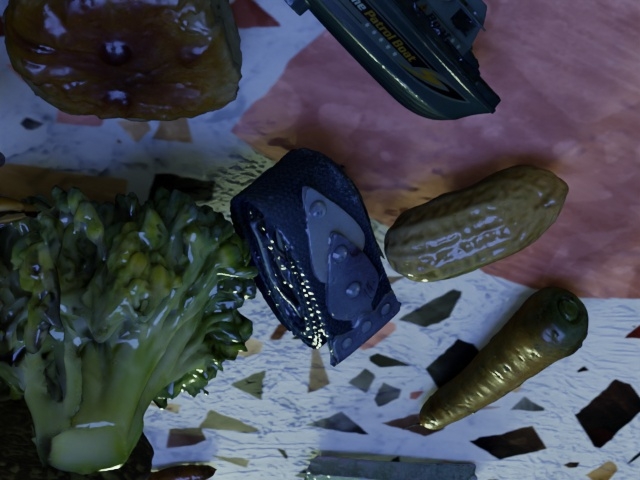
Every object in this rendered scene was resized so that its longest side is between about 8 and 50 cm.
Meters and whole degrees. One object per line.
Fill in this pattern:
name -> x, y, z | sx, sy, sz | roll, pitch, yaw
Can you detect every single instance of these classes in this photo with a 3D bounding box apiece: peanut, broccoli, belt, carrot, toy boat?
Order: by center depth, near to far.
toy boat -> 0.068, -0.202, 1.485 | 0.122, 0.114, 0.296 | -44, 125, 11
broccoli -> -0.225, 0.066, 1.675 | 0.334, 0.272, 0.324 | 2, 117, -8
belt -> -0.001, 0.000, 1.687 | 0.128, 0.122, 0.218 | -40, 138, -18
peanut -> 0.157, -0.016, 1.695 | 0.194, 0.083, 0.093 | -22, 171, 6
carrot -> 0.187, 0.147, 1.890 | 0.078, 0.078, 0.298 | 24, 136, -24
carrot -> -0.205, 0.292, 2.045 | 0.165, 0.036, 0.036 | -8, 136, 4

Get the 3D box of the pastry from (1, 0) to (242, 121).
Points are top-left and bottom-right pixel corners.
pastry -> -0.167, -0.187, 1.503 | 0.218, 0.100, 0.229 | 16, 135, -17

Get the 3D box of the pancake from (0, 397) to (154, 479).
pancake -> -0.305, 0.195, 1.744 | 0.288, 0.286, 0.033 | 26, 109, 26

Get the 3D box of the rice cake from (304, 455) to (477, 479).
rice cake -> 0.085, 0.283, 2.043 | 0.210, 0.034, 0.043 | 6, 144, -8

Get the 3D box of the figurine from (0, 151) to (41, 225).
figurine -> -0.356, -0.132, 1.483 | 0.181, 0.257, 0.208 | -9, 178, 3
